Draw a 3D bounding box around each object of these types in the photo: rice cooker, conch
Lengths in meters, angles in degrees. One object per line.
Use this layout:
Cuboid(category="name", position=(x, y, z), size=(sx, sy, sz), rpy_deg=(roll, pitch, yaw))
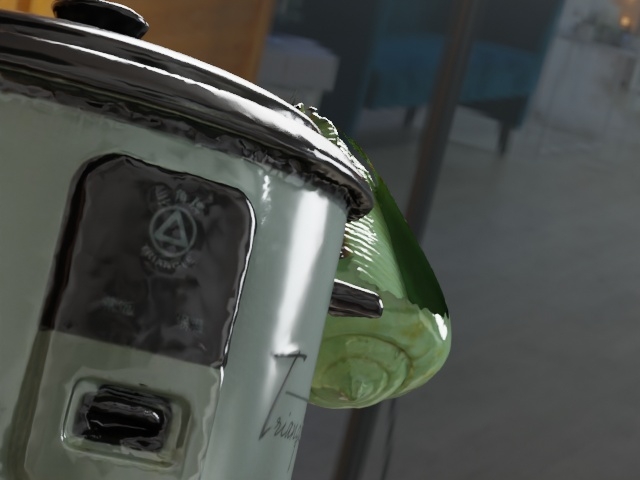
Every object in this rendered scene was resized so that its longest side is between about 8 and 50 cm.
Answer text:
Cuboid(category="rice cooker", position=(-0.109, 0.020, 0.602), size=(0.280, 0.227, 0.241), rpy_deg=(16, -9, -25))
Cuboid(category="conch", position=(0.000, -0.006, 1.003), size=(0.143, 0.137, 0.251), rpy_deg=(13, 56, -36))
